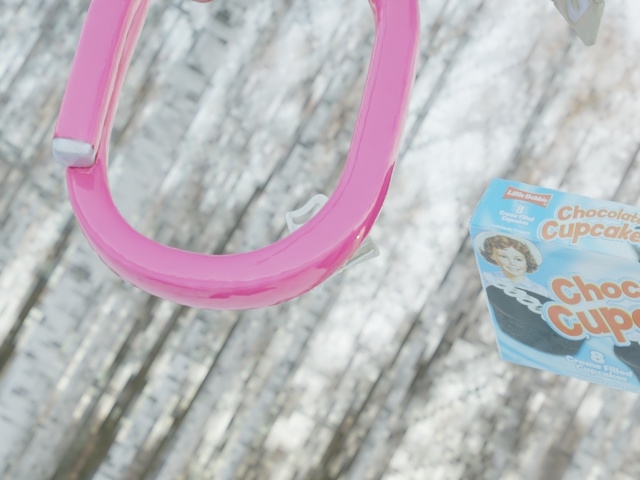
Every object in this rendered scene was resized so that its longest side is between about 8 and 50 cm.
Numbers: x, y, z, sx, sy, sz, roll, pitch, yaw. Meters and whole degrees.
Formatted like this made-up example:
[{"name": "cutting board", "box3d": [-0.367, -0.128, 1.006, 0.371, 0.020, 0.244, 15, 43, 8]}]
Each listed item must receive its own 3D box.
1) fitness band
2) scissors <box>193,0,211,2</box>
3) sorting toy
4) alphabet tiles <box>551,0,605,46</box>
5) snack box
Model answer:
[{"name": "fitness band", "box3d": [-0.048, -0.098, 1.107, 0.209, 0.290, 0.054, 11, -22, 6]}, {"name": "scissors", "box3d": [-0.037, -0.248, 1.012, 0.021, 0.297, 0.109, -3, -49, 29]}, {"name": "sorting toy", "box3d": [0.000, 0.000, 1.599, 0.045, 0.083, 0.075, -16, -78, 50]}, {"name": "alphabet tiles", "box3d": [0.107, -0.257, 1.033, 0.237, 0.009, 0.198, 57, -19, 29]}, {"name": "snack box", "box3d": [0.286, 0.059, 1.416, 0.322, 0.060, 0.187, 13, -35, 26]}]
